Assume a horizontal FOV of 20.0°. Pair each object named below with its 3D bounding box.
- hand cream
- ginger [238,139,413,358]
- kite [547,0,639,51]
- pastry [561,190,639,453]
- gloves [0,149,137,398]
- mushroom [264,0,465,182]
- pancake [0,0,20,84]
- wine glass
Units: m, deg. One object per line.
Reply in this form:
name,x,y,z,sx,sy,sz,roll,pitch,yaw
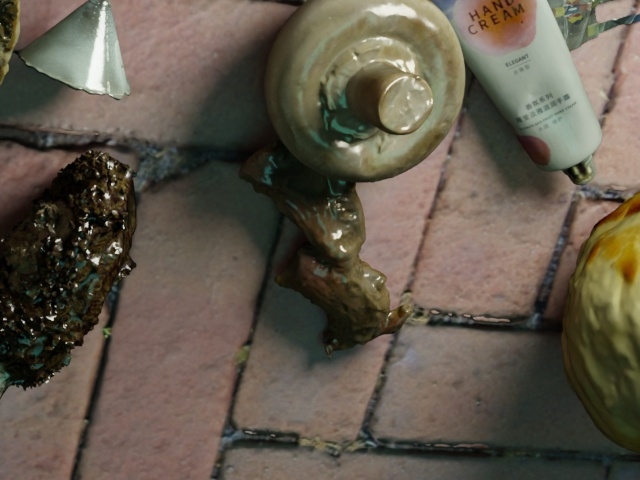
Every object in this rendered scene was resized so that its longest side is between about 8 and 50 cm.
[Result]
hand cream,0.207,-0.189,1.890,0.124,0.078,0.341,-23,123,18
ginger,0.001,0.002,1.935,0.122,0.084,0.290,-15,125,15
kite,0.281,-0.250,1.922,0.245,0.015,0.141,-14,124,-8
pastry,0.449,0.075,1.950,0.388,0.388,0.313,3,76,-18
gloves,-0.282,0.048,1.803,0.312,0.210,0.135,-42,105,14
mushroom,0.054,-0.149,1.789,0.207,0.215,0.207,-5,108,-15
pancake,-0.455,-0.200,1.632,0.386,0.082,0.387,-8,139,-7
wine glass,-0.206,-0.238,1.724,0.122,0.122,0.183,14,106,-23
